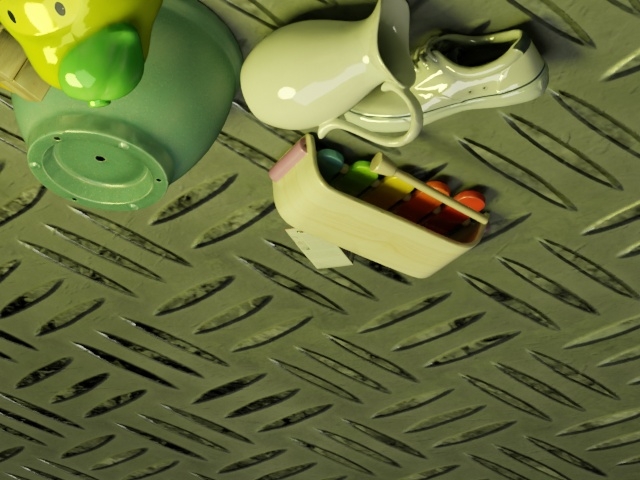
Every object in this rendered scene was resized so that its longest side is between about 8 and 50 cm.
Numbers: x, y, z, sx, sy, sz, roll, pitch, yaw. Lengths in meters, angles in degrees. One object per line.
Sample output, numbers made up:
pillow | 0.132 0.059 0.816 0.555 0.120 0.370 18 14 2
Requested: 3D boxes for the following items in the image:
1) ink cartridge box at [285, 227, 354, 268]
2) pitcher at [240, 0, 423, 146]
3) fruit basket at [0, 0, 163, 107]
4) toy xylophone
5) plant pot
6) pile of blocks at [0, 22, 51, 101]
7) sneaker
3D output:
ink cartridge box | 0.000 0.000 2.073 0.063 0.029 0.115 -7 145 26
pitcher | 0.018 -0.180 1.633 0.207 0.177 0.125 -15 176 31
fruit basket | -0.249 -0.324 1.262 0.392 0.392 0.283 -9 156 28
toy xylophone | 0.099 -0.048 1.913 0.323 0.081 0.236 27 145 -28
plant pot | -0.255 -0.160 1.713 0.293 0.196 0.293 7 150 4
pile of blocks | -0.452 -0.279 1.628 0.362 0.112 0.149 27 165 6
sneaker | 0.140 -0.201 1.658 0.258 0.094 0.091 -12 130 20
